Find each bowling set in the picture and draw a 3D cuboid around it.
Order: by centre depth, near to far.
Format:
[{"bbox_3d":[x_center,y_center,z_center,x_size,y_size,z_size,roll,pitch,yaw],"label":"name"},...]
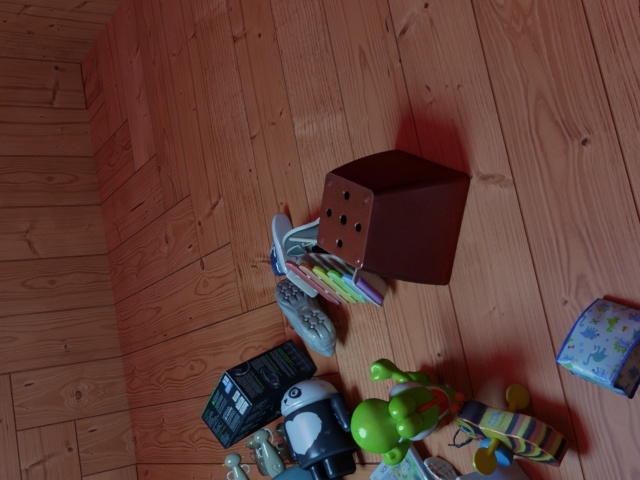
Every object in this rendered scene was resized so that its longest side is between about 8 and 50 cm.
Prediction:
[{"bbox_3d":[-0.154,0.621,2.243,0.200,0.287,0.154,171,75,-82],"label":"bowling set"}]

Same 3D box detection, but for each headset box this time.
[{"bbox_3d":[-0.174,0.444,2.192,0.131,0.283,0.246,48,133,21],"label":"headset box"}]

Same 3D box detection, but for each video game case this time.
[{"bbox_3d":[0.215,0.615,1.810,0.212,0.023,0.193,58,137,32],"label":"video game case"}]

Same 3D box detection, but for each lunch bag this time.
[{"bbox_3d":[0.517,0.184,1.326,0.129,0.096,0.151,19,80,53],"label":"lunch bag"}]

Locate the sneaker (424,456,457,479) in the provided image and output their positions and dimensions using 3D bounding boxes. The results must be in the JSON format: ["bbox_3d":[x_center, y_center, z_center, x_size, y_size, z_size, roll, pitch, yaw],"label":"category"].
[{"bbox_3d":[0.291,0.566,1.718,0.158,0.061,0.064,40,131,47],"label":"sneaker"}]

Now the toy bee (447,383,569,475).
[{"bbox_3d":[0.338,0.384,1.516,0.298,0.162,0.195,-26,28,38],"label":"toy bee"}]

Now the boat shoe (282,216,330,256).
[{"bbox_3d":[-0.004,0.000,2.041,0.305,0.109,0.091,-27,66,49],"label":"boat shoe"}]

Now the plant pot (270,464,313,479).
[{"bbox_3d":[-0.050,0.744,2.076,0.290,0.290,0.195,-4,57,55],"label":"plant pot"}]

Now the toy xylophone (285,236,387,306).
[{"bbox_3d":[0.025,0.083,1.940,0.323,0.236,0.081,-7,49,61],"label":"toy xylophone"}]

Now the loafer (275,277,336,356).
[{"bbox_3d":[-0.044,0.213,2.118,0.319,0.112,0.111,-126,15,-54],"label":"loafer"}]

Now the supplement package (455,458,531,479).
[{"bbox_3d":[0.382,0.621,1.488,0.293,0.175,0.177,52,132,39],"label":"supplement package"}]

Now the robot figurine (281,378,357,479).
[{"bbox_3d":[-0.005,0.516,2.032,0.173,0.209,0.278,65,-176,-67],"label":"robot figurine"}]

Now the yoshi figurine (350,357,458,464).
[{"bbox_3d":[0.164,0.370,1.606,0.204,0.362,0.203,31,92,17],"label":"yoshi figurine"}]

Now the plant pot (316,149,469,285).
[{"bbox_3d":[0.144,-0.054,1.713,0.267,0.236,0.267,29,116,50],"label":"plant pot"}]

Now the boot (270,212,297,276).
[{"bbox_3d":[-0.127,0.015,2.251,0.086,0.069,0.190,-15,83,52],"label":"boot"}]
